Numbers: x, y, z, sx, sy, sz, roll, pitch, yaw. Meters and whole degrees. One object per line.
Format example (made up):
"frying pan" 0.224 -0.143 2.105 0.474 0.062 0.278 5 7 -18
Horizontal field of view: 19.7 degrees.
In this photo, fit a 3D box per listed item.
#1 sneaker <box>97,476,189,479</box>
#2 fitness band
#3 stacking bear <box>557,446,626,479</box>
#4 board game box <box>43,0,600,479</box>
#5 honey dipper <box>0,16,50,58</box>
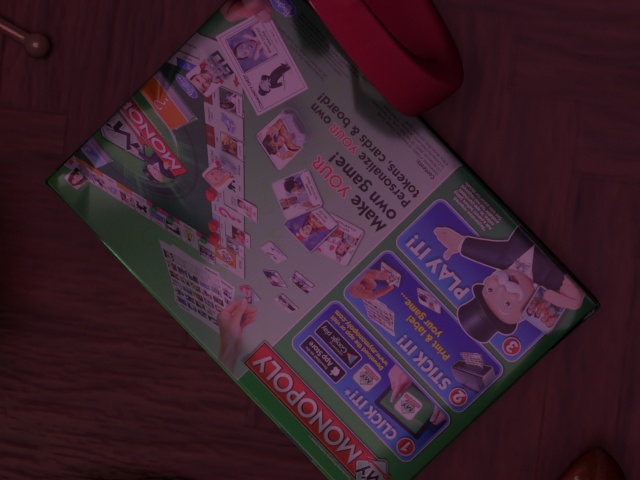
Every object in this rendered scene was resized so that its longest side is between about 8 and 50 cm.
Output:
"sneaker" -0.052 0.255 1.214 0.314 0.136 0.116 30 95 4
"fitness band" -0.004 -0.208 1.142 0.054 0.209 0.291 -32 89 10
"stacking bear" 0.238 0.298 1.182 0.289 0.164 0.175 39 97 -2
"board game box" 0.000 0.000 1.237 0.213 0.046 0.317 -44 89 8
"honey dipper" -0.256 -0.169 1.265 0.160 0.030 0.030 29 96 -1
